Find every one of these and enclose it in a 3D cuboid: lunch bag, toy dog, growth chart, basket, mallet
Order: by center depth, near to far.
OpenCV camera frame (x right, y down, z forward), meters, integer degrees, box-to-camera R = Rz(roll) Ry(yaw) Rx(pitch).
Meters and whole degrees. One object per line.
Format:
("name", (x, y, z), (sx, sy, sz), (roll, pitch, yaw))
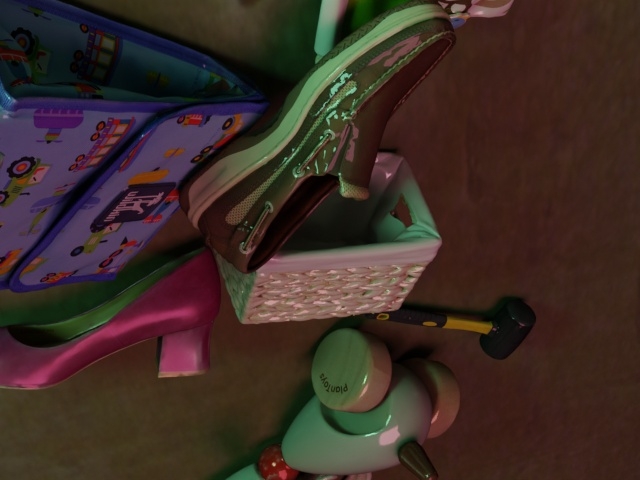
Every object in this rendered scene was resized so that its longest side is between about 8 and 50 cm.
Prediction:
("lunch bag", (-0.194, -0.061, 1.142), (0.293, 0.138, 0.221), (4, 136, -49))
("growth chart", (0.104, -0.200, 1.142), (0.237, 0.021, 0.172), (-19, 158, -5))
("basket", (0.000, 0.000, 1.300), (0.167, 0.113, 0.103), (-5, 141, -22))
("mallet", (0.133, 0.075, 1.525), (0.189, 0.039, 0.062), (16, 129, -34))
("toy dog", (0.017, 0.241, 1.555), (0.220, 0.161, 0.334), (1, 136, -28))

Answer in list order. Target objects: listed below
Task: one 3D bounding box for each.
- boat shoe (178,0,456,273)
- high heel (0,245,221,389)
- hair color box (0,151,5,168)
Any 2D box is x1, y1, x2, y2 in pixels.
("boat shoe", (0.014, -0.071, 1.161), (0.257, 0.095, 0.095), (-41, 163, 21))
("high heel", (-0.207, 0.062, 1.318), (0.244, 0.082, 0.117), (0, 109, -9))
("hair color box", (-0.399, -0.061, 0.888), (0.374, 0.113, 0.185), (32, 132, -21))
